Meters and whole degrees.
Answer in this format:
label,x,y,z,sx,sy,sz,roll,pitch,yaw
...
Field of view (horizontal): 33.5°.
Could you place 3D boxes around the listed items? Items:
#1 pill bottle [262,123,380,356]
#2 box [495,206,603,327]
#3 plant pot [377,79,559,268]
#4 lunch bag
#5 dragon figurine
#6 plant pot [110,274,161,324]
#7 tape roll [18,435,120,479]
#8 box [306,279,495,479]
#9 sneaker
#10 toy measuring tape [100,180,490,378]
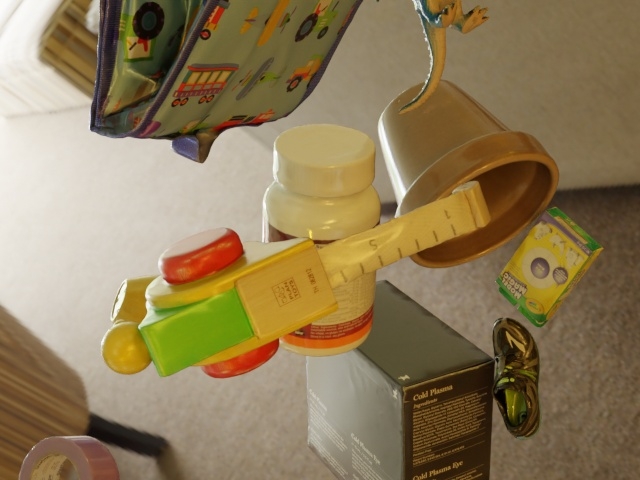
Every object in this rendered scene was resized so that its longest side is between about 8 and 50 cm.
label,x,y,z,sx,sy,sz,roll,pitch,yaw
pill bottle,0.000,0.000,1.096,0.121,0.121,0.221,-117,25,-56
box,0.353,0.048,1.684,0.105,0.043,0.179,45,126,26
plant pot,0.204,-0.122,1.663,0.263,0.263,0.229,-40,57,19
lunch bag,-0.048,-0.189,0.782,0.138,0.221,0.293,30,114,21
dragon figurine,0.114,-0.294,1.163,0.144,0.085,0.289,36,126,35
plant pot,-0.267,0.107,1.639,0.134,0.095,0.134,-53,26,40
tape roll,-0.480,0.469,2.029,0.189,0.080,0.189,-5,79,29
box,0.127,0.285,1.823,0.179,0.312,0.343,-15,28,-25
sneaker,0.296,0.206,1.609,0.067,0.078,0.188,-12,72,24
toy measuring tape,-0.026,0.024,0.871,0.330,0.121,0.121,-24,28,-14
